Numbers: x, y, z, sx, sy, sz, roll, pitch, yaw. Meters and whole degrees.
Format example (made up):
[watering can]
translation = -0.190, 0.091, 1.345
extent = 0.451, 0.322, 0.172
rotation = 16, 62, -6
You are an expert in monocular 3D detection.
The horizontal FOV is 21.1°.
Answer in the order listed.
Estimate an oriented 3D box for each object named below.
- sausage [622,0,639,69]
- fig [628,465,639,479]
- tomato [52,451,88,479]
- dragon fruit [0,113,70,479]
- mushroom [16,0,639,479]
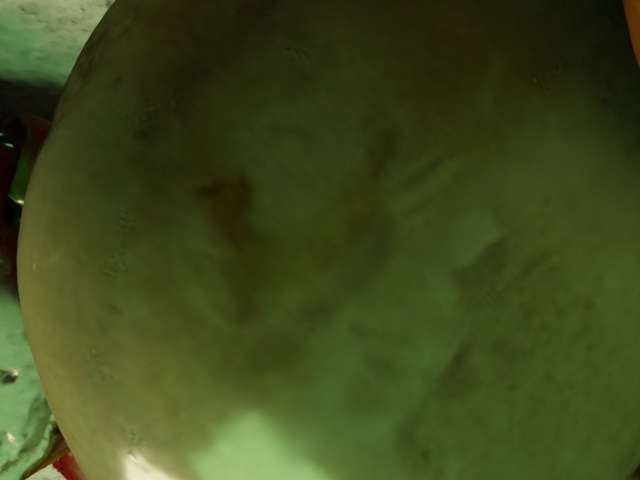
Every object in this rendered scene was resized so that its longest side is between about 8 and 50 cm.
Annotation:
[sausage]
translation = 0.210, -0.064, 0.616
extent = 0.141, 0.153, 0.268
rotation = -14, 150, 33
[fig]
translation = 0.223, 0.160, 1.079
extent = 0.109, 0.155, 0.103
rotation = 24, 135, -15
[tomato]
translation = -0.104, 0.130, 1.136
extent = 0.173, 0.099, 0.189
rotation = 16, 151, -19
[dragon fruit]
translation = -0.225, 0.033, 0.864
extent = 0.295, 0.130, 0.268
rotation = 23, 115, -19
[mushroom]
translation = 0.000, 0.000, 0.721
extent = 0.292, 0.293, 0.290
rotation = 18, 180, -26
